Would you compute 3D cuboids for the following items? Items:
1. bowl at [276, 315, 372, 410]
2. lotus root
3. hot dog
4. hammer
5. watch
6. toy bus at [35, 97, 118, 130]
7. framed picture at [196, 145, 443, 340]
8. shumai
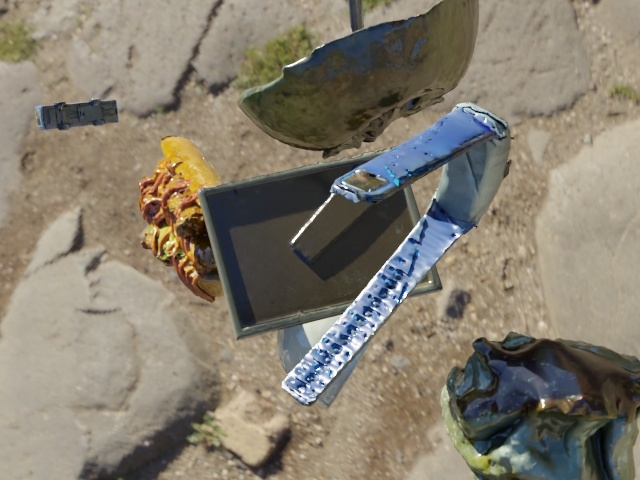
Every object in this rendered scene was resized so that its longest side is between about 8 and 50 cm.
[{"bbox_3d":[0.023,0.097,1.596,0.145,0.277,0.277,29,78,5],"label":"bowl"},{"bbox_3d":[0.041,-0.117,0.821,0.183,0.203,0.078,-21,97,37],"label":"lotus root"},{"bbox_3d":[-0.206,-0.037,1.634,0.117,0.158,0.349,0,27,-21],"label":"hot dog"},{"bbox_3d":[0.042,-0.229,1.320,0.103,0.246,0.029,16,41,27],"label":"hammer"},{"bbox_3d":[0.085,0.007,1.101,0.068,0.276,0.274,33,41,20],"label":"watch"},{"bbox_3d":[-0.444,-0.228,1.978,0.061,0.153,0.051,3,101,53],"label":"toy bus"},{"bbox_3d":[0.000,0.000,1.456,0.289,0.016,0.213,-13,77,-14],"label":"framed picture"},{"bbox_3d":[0.183,0.122,0.810,0.184,0.184,0.142,53,123,29],"label":"shumai"}]
